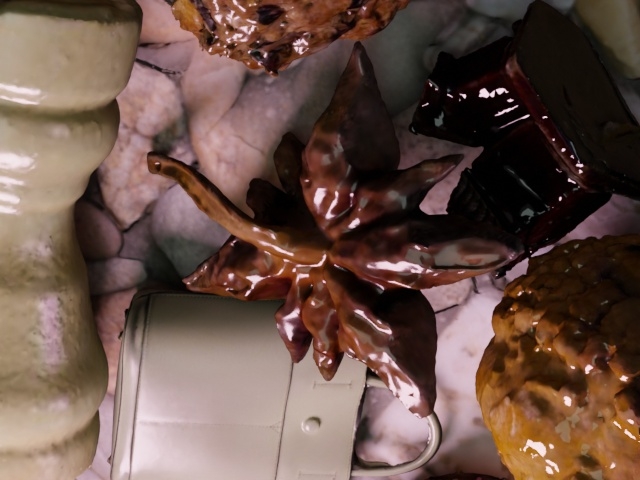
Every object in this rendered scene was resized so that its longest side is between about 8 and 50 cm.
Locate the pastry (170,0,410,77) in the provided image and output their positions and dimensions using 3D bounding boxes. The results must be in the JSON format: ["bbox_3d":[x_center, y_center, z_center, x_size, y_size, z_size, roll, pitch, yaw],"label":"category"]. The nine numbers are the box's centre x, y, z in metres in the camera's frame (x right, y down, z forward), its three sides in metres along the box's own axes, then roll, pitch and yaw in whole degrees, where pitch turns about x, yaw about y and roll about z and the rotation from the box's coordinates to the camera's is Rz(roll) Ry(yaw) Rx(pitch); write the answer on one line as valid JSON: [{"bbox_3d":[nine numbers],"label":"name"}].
[{"bbox_3d":[-0.020,-0.264,1.187,0.275,0.275,0.193,-39,64,21],"label":"pastry"}]

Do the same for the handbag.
[{"bbox_3d":[-0.041,0.157,1.449,0.315,0.109,0.241,6,114,-7],"label":"handbag"}]

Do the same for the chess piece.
[{"bbox_3d":[-0.278,-0.015,1.339,0.234,0.234,0.442,14,109,4],"label":"chess piece"}]

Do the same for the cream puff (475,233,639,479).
[{"bbox_3d":[0.299,0.125,1.226,0.343,0.327,0.231,24,109,-1],"label":"cream puff"}]

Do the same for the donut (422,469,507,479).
[{"bbox_3d":[0.147,0.324,1.461,0.235,0.089,0.235,4,112,9],"label":"donut"}]

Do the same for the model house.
[{"bbox_3d":[0.171,-0.083,1.292,0.164,0.141,0.203,-33,82,42],"label":"model house"}]

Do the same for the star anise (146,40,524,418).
[{"bbox_3d":[0.002,-0.001,1.302,0.292,0.109,0.349,-40,74,19],"label":"star anise"}]
